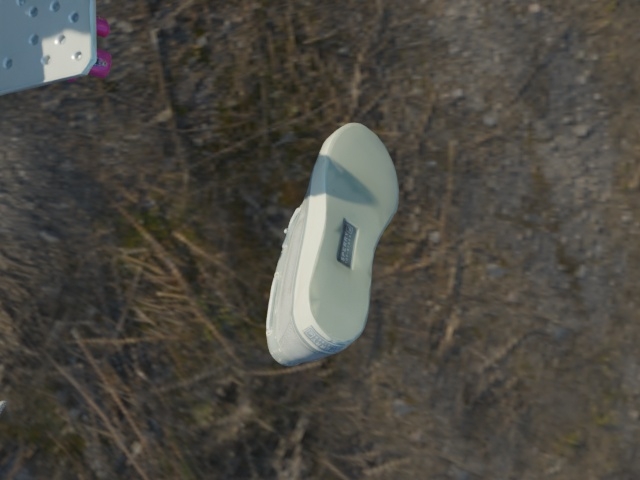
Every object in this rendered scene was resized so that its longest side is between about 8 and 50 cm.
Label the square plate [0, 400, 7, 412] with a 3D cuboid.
[{"bbox_3d":[-0.314,0.244,0.789,0.049,0.347,0.344,35,89,-5],"label":"square plate"}]

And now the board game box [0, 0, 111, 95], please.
[{"bbox_3d":[-0.389,-0.334,1.551,0.050,0.390,0.390,14,71,-57],"label":"board game box"}]

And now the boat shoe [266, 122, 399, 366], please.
[{"bbox_3d":[0.001,0.001,1.106,0.079,0.081,0.227,37,44,-24],"label":"boat shoe"}]
